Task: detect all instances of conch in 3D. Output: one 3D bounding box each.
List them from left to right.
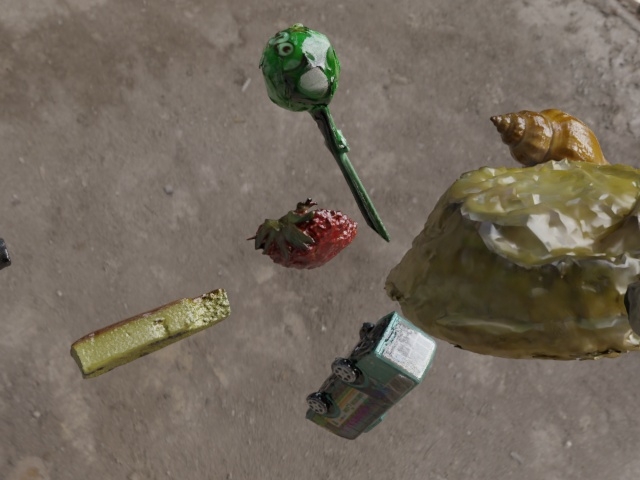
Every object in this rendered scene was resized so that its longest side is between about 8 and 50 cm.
[{"bbox_3d":[0.333,-0.083,0.999,0.330,0.109,0.093,29,53,-27],"label":"conch"}]

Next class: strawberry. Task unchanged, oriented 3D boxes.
[{"bbox_3d":[0.000,0.005,1.256,0.208,0.167,0.087,11,65,-48],"label":"strawberry"}]

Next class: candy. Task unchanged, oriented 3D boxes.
[{"bbox_3d":[0.021,-0.114,0.951,0.097,0.323,0.097,-19,35,14],"label":"candy"}]

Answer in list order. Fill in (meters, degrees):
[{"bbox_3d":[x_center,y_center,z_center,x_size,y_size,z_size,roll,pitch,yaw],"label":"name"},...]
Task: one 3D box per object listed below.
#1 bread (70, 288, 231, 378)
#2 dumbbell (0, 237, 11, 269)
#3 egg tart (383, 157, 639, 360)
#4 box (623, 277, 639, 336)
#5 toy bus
[{"bbox_3d":[-0.226,0.123,1.064,0.226,0.088,0.049,-22,78,-23],"label":"bread"},{"bbox_3d":[-0.463,0.074,0.658,0.388,0.185,0.185,-21,65,-23],"label":"dumbbell"},{"bbox_3d":[0.162,0.002,0.515,0.252,0.098,0.232,-3,17,12],"label":"egg tart"},{"bbox_3d":[0.221,-0.074,0.261,0.138,0.274,0.178,18,55,1],"label":"box"},{"bbox_3d":[0.060,0.194,1.075,0.109,0.262,0.091,33,54,1],"label":"toy bus"}]
